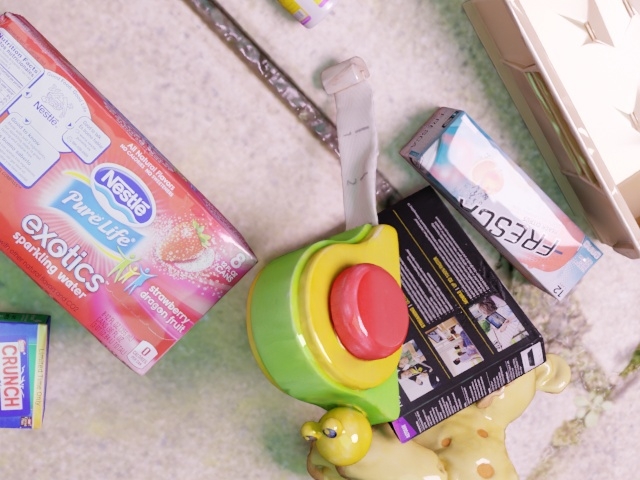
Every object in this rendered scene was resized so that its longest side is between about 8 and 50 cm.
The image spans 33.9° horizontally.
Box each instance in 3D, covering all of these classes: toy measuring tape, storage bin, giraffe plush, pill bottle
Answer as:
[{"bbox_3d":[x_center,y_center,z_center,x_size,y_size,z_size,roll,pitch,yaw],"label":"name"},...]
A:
[{"bbox_3d":[0.000,0.000,0.783,0.121,0.121,0.330,1,71,-11],"label":"toy measuring tape"},{"bbox_3d":[0.298,-0.156,0.869,0.262,0.123,0.260,-33,105,-4],"label":"storage bin"},{"bbox_3d":[0.112,0.148,0.882,0.181,0.210,0.171,34,65,-30],"label":"giraffe plush"},{"bbox_3d":[-0.024,-0.212,0.837,0.083,0.043,0.043,43,91,-16],"label":"pill bottle"}]

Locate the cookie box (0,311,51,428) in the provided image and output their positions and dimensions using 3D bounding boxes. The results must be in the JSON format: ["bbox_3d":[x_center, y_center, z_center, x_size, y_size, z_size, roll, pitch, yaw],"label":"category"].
[{"bbox_3d":[-0.277,0.104,0.853,0.107,0.040,0.092,3,99,-12],"label":"cookie box"}]

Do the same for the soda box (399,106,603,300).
[{"bbox_3d":[0.154,-0.031,0.897,0.183,0.063,0.058,42,90,-15],"label":"soda box"}]

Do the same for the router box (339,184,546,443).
[{"bbox_3d":[0.077,0.054,0.847,0.133,0.179,0.046,-28,143,-4],"label":"router box"}]

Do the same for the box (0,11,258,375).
[{"bbox_3d":[-0.183,-0.037,0.800,0.128,0.122,0.257,-45,105,1],"label":"box"}]
